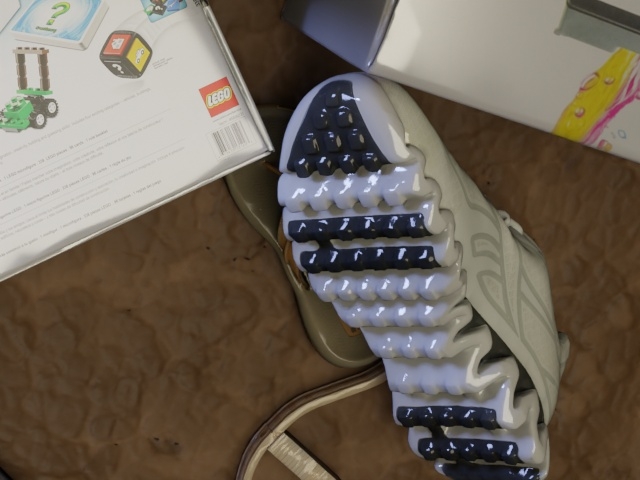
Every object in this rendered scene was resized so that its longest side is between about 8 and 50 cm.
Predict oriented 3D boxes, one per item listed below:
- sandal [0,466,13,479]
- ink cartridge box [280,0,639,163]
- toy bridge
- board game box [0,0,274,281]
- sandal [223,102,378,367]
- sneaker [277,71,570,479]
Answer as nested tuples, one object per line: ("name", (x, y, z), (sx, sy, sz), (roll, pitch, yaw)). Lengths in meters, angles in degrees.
("sandal", (-0.167, 0.211, 0.973), (0.097, 0.054, 0.254), (-38, 102, -11))
("ink cartridge box", (0.150, -0.157, 0.877), (0.270, 0.198, 0.197), (17, 101, -18))
("toy bridge", (-0.012, 0.137, 1.003), (0.188, 0.026, 0.063), (-46, 109, 0))
("board game box", (-0.202, -0.070, 0.865), (0.305, 0.053, 0.193), (-25, 100, -7))
("sandal", (0.000, 0.000, 0.956), (0.072, 0.049, 0.180), (-26, 109, -8))
("sneaker", (0.068, 0.012, 0.931), (0.118, 0.110, 0.292), (-56, 135, -34))
